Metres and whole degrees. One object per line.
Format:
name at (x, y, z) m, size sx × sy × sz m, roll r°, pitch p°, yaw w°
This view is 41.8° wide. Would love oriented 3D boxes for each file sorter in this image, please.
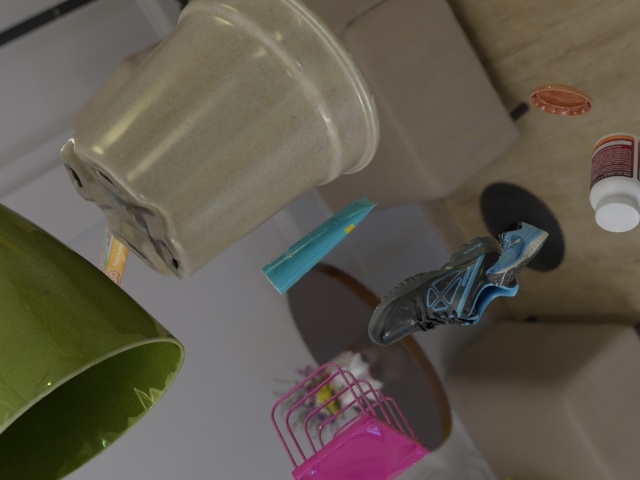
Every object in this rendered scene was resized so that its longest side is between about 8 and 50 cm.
file sorter at (0.058, 0.411, 1.804) m, size 0.290 × 0.202 × 0.182 m, roll 41°, pitch -167°, yaw -50°

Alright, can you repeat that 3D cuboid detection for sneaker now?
sneaker at (0.354, 0.023, 1.568) m, size 0.073 × 0.162 × 0.063 m, roll 39°, pitch 146°, yaw 19°
sneaker at (0.254, 0.131, 1.764) m, size 0.140 × 0.341 × 0.125 m, roll 60°, pitch -168°, yaw 31°

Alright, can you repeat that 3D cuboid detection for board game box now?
board game box at (-0.318, -0.017, 1.324) m, size 0.124 × 0.039 × 0.259 m, roll -102°, pitch 31°, yaw -46°

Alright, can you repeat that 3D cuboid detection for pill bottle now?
pill bottle at (0.465, -0.090, 1.308) m, size 0.086 × 0.152 × 0.086 m, roll 11°, pitch 141°, yaw 9°

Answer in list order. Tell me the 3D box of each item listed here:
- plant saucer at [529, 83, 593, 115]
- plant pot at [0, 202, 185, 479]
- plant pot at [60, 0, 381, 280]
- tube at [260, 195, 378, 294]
plant saucer at (0.326, -0.191, 1.134) m, size 0.083 × 0.013 × 0.083 m, roll 14°, pitch 168°, yaw 3°
plant pot at (-0.350, 0.095, 0.934) m, size 0.293 × 0.274 × 0.275 m, roll 47°, pitch 155°, yaw 18°
plant pot at (-0.147, -0.126, 1.083) m, size 0.334 × 0.305 × 0.334 m, roll 38°, pitch 158°, yaw 18°
tube at (0.000, 0.000, 1.325) m, size 0.052 × 0.207 × 0.080 m, roll 52°, pitch 176°, yaw -22°
